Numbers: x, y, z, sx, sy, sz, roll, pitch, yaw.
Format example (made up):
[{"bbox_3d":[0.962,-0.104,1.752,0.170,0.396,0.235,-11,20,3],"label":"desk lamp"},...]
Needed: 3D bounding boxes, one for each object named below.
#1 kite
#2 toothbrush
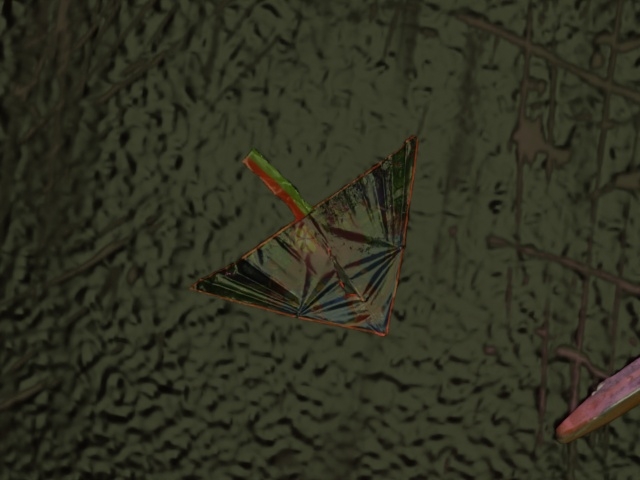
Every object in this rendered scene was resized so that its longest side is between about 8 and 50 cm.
[{"bbox_3d":[0.000,0.000,0.933,0.190,0.010,0.159,-33,88,1],"label":"kite"},{"bbox_3d":[0.317,0.032,0.912,0.375,0.028,0.037,-33,119,3],"label":"toothbrush"}]
